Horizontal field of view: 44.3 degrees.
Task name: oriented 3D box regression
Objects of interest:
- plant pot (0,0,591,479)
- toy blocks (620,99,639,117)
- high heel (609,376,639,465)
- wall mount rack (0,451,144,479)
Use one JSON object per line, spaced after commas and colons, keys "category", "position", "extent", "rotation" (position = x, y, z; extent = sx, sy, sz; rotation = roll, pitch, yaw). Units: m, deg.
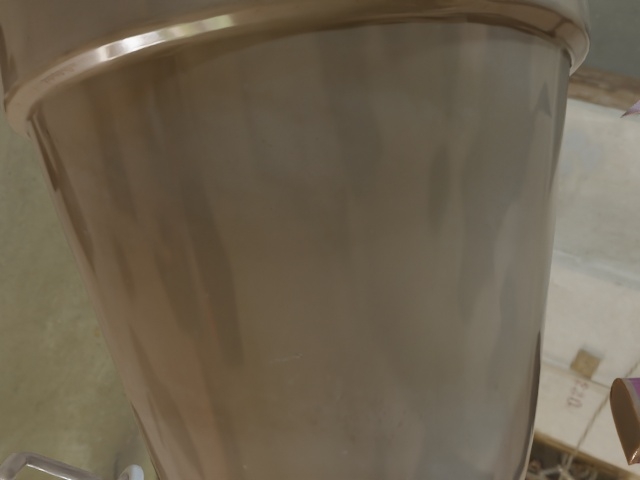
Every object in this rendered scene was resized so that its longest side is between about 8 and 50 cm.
{"category": "plant pot", "position": [0.000, 0.000, 0.435], "extent": [0.323, 0.323, 0.280], "rotation": [4, 77, -65]}
{"category": "toy blocks", "position": [0.324, -0.062, 0.310], "extent": [0.288, 0.260, 0.309], "rotation": [-33, 146, 1]}
{"category": "high heel", "position": [0.388, 0.270, 0.657], "extent": [0.127, 0.181, 0.377], "rotation": [89, -4, -58]}
{"category": "wall mount rack", "position": [-0.260, 0.332, 0.593], "extent": [0.350, 0.130, 0.304], "rotation": [-64, -166, 9]}
